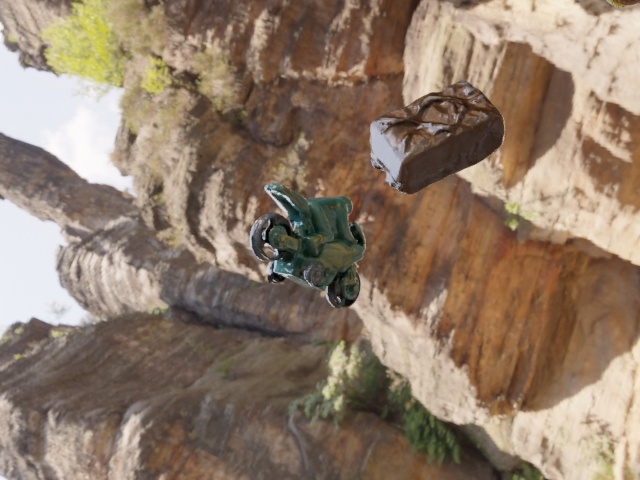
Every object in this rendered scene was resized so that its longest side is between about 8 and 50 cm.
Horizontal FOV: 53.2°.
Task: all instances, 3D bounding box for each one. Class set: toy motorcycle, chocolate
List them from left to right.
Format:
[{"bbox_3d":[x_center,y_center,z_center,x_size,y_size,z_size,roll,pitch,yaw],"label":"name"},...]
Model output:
[{"bbox_3d":[-0.001,-0.001,1.136,0.296,0.109,0.198,29,-107,-45],"label":"toy motorcycle"},{"bbox_3d":[0.192,-0.183,1.095,0.214,0.148,0.093,-25,-40,-7],"label":"chocolate"}]

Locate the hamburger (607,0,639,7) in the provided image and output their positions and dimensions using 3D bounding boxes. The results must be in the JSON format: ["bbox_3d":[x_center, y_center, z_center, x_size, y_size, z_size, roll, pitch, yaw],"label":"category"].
[{"bbox_3d":[0.672,-0.572,1.377,0.141,0.127,0.081,92,176,-46],"label":"hamburger"}]
